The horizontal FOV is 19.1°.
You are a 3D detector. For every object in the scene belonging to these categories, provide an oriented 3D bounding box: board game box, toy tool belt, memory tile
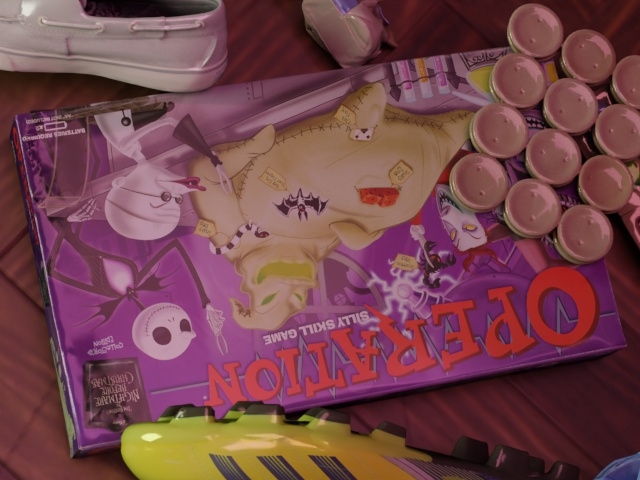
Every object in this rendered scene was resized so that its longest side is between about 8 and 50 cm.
[{"bbox_3d":[0.000,0.000,1.164,0.346,0.056,0.208,-10,82,-16],"label":"board game box"},{"bbox_3d":[0.014,-0.151,1.211,0.083,0.052,0.051,55,40,2],"label":"toy tool belt"},{"bbox_3d":[0.150,-0.067,1.188,0.113,0.012,0.148,24,70,-6],"label":"memory tile"}]

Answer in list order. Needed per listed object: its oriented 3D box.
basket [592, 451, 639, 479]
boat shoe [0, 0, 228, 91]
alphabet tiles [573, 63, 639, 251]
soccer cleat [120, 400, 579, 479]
[{"bbox_3d":[0.207,0.197,1.011,0.201,0.289,0.255,2,47,29],"label":"basket"},{"bbox_3d":[-0.145,-0.135,1.136,0.184,0.063,0.066,13,38,3],"label":"boat shoe"},{"bbox_3d":[0.304,-0.056,1.214,0.237,0.009,0.198,-29,82,-1],"label":"alphabet tiles"},{"bbox_3d":[0.022,0.161,1.082,0.289,0.093,0.121,13,85,-21],"label":"soccer cleat"}]
